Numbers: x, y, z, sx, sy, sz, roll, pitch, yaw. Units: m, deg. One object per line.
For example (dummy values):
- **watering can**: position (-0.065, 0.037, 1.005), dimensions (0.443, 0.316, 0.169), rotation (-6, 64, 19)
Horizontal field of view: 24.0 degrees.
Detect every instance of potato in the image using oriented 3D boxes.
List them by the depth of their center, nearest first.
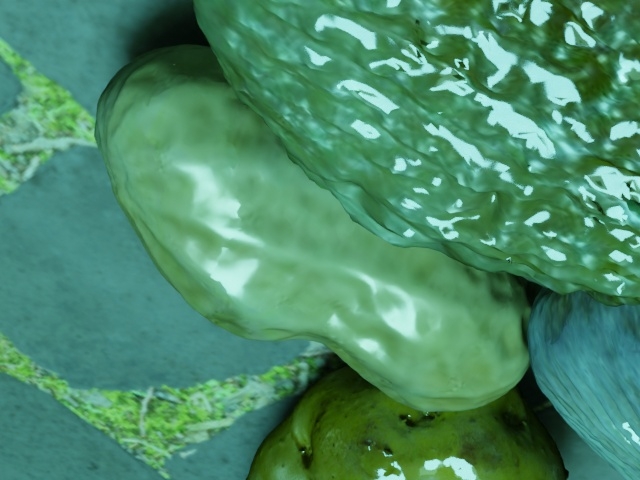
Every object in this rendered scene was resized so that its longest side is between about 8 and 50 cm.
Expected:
- **potato**: position (0.039, 0.215, 1.111), dimensions (0.196, 0.176, 0.369), rotation (2, 144, -25)

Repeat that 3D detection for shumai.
- **shumai**: position (0.159, -0.172, 0.587), dimensions (0.324, 0.323, 0.397), rotation (37, 143, -16)

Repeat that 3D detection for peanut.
- **peanut**: position (0.000, 0.000, 0.916), dimensions (0.313, 0.152, 0.152), rotation (31, 133, -18)

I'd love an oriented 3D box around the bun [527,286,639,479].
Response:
- **bun**: position (0.287, 0.080, 0.835), dimensions (0.362, 0.211, 0.362), rotation (33, 165, 10)
